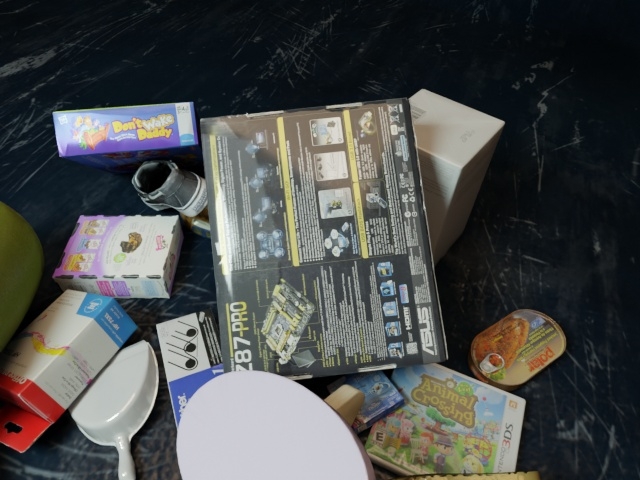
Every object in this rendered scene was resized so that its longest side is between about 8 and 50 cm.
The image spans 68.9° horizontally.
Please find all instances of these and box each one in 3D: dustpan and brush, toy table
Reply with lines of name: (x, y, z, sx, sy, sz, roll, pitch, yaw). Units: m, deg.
dustpan and brush: (-0.303, 0.270, 0.696, 0.147, 0.060, 0.211, -24, 42, -6)
toy table: (-0.035, 0.281, 0.573, 0.274, 0.161, 0.252, 30, 76, 41)

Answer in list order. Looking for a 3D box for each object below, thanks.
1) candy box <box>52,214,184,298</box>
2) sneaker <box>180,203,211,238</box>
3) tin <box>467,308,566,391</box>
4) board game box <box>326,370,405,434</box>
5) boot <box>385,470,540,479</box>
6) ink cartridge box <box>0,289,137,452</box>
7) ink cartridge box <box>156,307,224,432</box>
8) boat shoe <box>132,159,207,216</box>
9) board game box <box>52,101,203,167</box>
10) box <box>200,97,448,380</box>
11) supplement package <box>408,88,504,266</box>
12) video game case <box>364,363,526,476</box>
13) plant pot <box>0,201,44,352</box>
candy box: (-0.381, 0.029, 0.905, 0.197, 0.070, 0.164, 0, 46, -2)
sneaker: (-0.144, -0.049, 0.966, 0.297, 0.111, 0.131, 24, 49, 17)
tin: (0.344, 0.192, 0.818, 0.190, 0.040, 0.106, -23, 48, -23)
board game box: (0.070, 0.245, 0.741, 0.090, 0.020, 0.090, -27, 39, -15)
boot: (0.175, 0.421, 0.542, 0.236, 0.089, 0.269, -13, 60, 20)
ink cartridge box: (-0.419, 0.188, 0.720, 0.134, 0.078, 0.231, 2, 41, 31)
ink cartridge box: (-0.197, 0.214, 0.757, 0.097, 0.046, 0.207, -16, 50, -16)
boat shoe: (-0.328, -0.118, 0.948, 0.301, 0.102, 0.108, 22, 81, 52)
board game box: (-0.363, -0.201, 0.973, 0.234, 0.077, 0.347, -7, 4, -10)
box: (0.000, 0.000, 0.703, 0.319, 0.097, 0.394, -7, 84, -3)
supplement package: (0.200, -0.104, 0.912, 0.175, 0.292, 0.177, 31, 53, 23)
video game case: (0.196, 0.290, 0.724, 0.213, 0.023, 0.193, 20, 48, 15)
plant pot: (-0.543, 0.102, 0.639, 0.275, 0.274, 0.293, -17, 34, -19)
